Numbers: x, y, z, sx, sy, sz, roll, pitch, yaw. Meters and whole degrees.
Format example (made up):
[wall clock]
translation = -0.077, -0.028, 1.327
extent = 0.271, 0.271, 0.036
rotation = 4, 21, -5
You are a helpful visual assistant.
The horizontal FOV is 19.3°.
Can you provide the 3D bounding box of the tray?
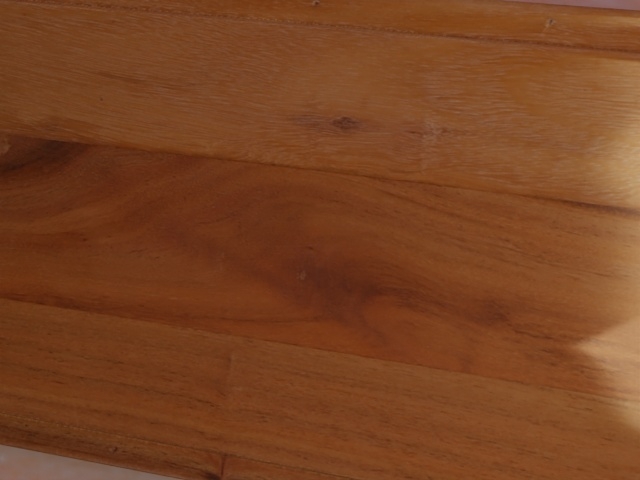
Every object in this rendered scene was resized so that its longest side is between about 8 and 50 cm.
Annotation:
[tray]
translation = 0.000, 0.000, 0.756
extent = 0.411, 0.076, 0.202
rotation = 8, 96, 25
